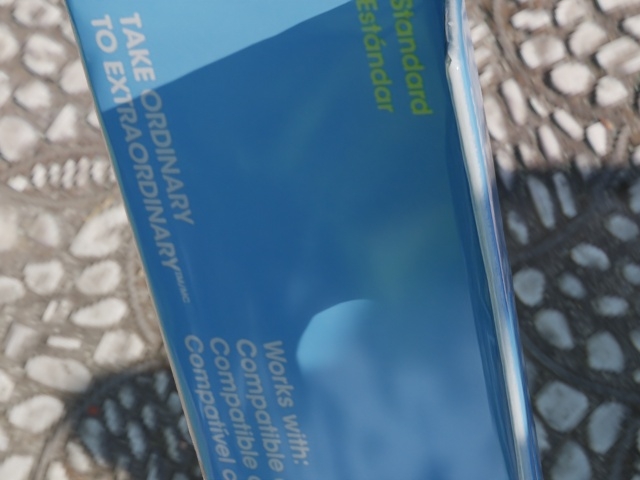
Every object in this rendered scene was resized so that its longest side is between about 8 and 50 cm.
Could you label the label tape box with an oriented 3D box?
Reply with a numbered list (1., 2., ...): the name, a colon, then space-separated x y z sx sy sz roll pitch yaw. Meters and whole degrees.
1. label tape box: 0.000 0.000 0.512 0.115 0.249 0.347 -10 27 5
